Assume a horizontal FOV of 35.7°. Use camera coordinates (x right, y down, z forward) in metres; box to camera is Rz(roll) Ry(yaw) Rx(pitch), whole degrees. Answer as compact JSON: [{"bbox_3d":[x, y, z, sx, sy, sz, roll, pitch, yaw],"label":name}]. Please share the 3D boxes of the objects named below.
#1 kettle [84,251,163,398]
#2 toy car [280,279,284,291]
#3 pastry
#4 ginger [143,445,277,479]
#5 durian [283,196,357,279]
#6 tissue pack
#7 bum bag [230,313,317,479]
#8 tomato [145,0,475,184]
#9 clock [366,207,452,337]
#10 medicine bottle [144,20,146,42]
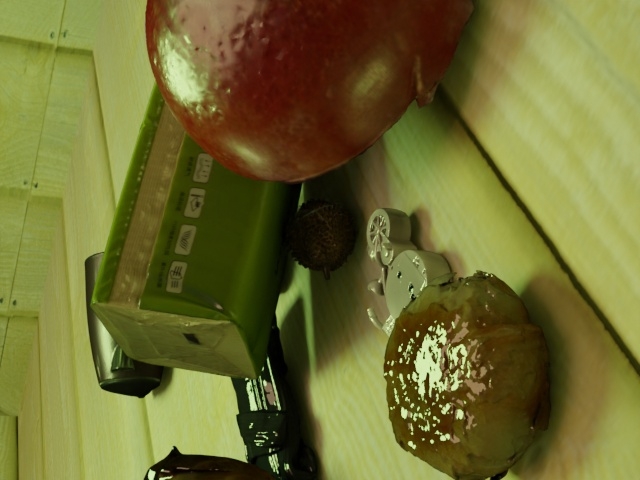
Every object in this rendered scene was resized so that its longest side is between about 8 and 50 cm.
[{"bbox_3d":[-0.332,0.152,1.716,0.202,0.144,0.232,101,166,-72],"label":"kettle"},{"bbox_3d":[-0.131,0.024,1.294,0.257,0.101,0.124,169,110,-66],"label":"toy car"},{"bbox_3d":[0.104,0.099,0.719,0.153,0.081,0.153,-169,90,-67],"label":"pastry"},{"bbox_3d":[-0.108,0.356,1.004,0.223,0.200,0.269,-91,15,-59],"label":"ginger"},{"bbox_3d":[0.000,0.000,1.015,0.080,0.080,0.091,135,134,-57],"label":"durian"},{"bbox_3d":[-0.118,-0.015,1.061,0.200,0.167,0.274,82,-163,-66],"label":"tissue pack"},{"bbox_3d":[-0.060,0.187,1.129,0.123,0.060,0.248,124,144,-47],"label":"bum bag"},{"bbox_3d":[-0.023,-0.223,0.865,0.335,0.176,0.289,-37,52,18],"label":"tomato"},{"bbox_3d":[0.070,0.029,0.877,0.087,0.041,0.129,-64,33,32],"label":"clock"},{"bbox_3d":[-0.098,-0.257,1.189,0.291,0.178,0.178,-160,77,-68],"label":"medicine bottle"}]
